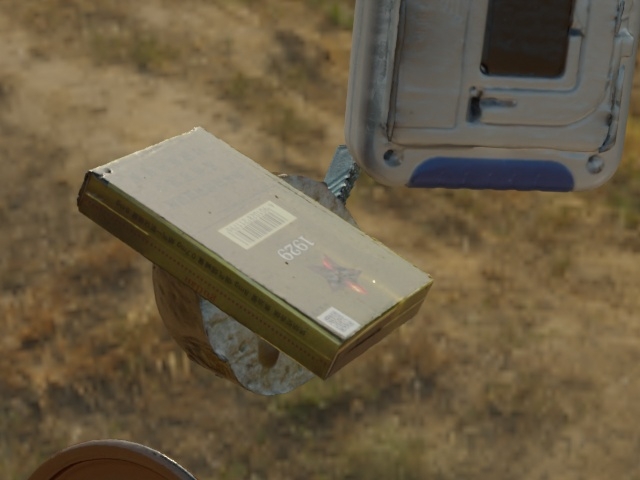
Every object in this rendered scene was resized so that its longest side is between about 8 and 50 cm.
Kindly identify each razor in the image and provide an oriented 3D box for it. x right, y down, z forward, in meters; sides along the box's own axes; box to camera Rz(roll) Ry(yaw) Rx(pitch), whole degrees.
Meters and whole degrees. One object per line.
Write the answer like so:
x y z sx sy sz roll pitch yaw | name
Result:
-0.005 0.001 1.249 0.033 0.066 0.190 -14 38 30 | razor

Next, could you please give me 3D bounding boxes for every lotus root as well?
-0.035 0.025 1.037 0.122 0.112 0.081 -40 19 -29 | lotus root

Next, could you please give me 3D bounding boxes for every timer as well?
0.113 -0.153 1.106 0.178 0.253 0.078 1 18 -11 | timer

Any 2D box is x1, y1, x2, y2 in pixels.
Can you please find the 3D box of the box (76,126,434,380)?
-0.027 0.002 0.773 0.133 0.023 0.090 33 30 15 | box

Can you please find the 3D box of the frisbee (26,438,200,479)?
-0.119 0.248 1.147 0.251 0.251 0.021 25 21 35 | frisbee
